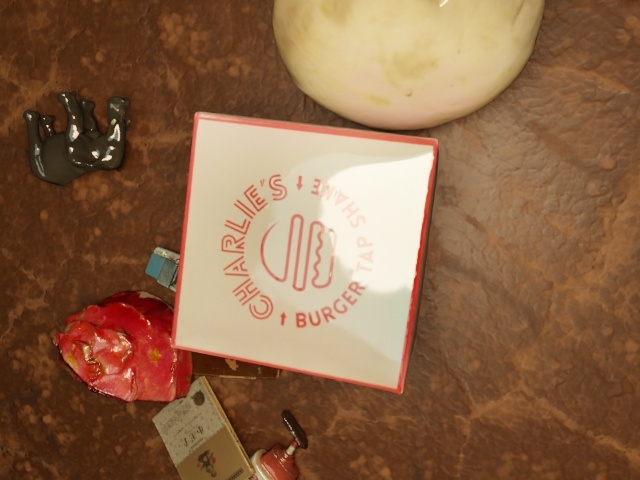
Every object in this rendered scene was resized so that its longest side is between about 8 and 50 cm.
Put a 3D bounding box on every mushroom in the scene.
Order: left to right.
[{"bbox_3d":[0.114,-0.324,0.775,0.353,0.325,0.353,2,97,21],"label":"mushroom"}]

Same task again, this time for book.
[{"bbox_3d":[-0.213,0.363,1.043,0.138,0.016,0.198,-41,67,14],"label":"book"}]

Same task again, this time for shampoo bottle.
[{"bbox_3d":[-0.113,0.434,1.035,0.153,0.071,0.284,40,100,13],"label":"shampoo bottle"}]

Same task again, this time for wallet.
[{"bbox_3d":[-0.154,0.199,1.041,0.176,0.026,0.095,-2,93,15],"label":"wallet"}]

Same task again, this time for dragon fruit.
[{"bbox_3d":[-0.349,0.174,1.026,0.262,0.163,0.189,24,70,18],"label":"dragon fruit"}]

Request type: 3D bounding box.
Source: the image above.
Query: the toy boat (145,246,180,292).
[{"bbox_3d":[-0.234,0.068,1.029,0.173,0.059,0.069,27,101,9],"label":"toy boat"}]

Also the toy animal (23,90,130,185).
[{"bbox_3d":[-0.423,-0.179,1.033,0.245,0.114,0.146,-16,85,35],"label":"toy animal"}]

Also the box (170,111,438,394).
[{"bbox_3d":[0.000,0.000,0.845,0.312,0.300,0.314,9,97,12],"label":"box"}]
